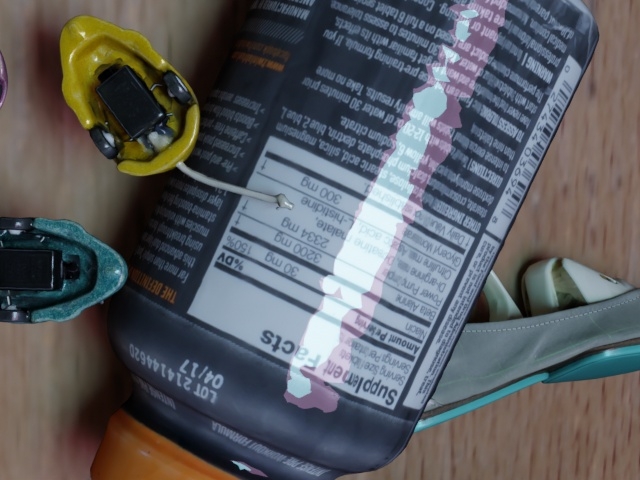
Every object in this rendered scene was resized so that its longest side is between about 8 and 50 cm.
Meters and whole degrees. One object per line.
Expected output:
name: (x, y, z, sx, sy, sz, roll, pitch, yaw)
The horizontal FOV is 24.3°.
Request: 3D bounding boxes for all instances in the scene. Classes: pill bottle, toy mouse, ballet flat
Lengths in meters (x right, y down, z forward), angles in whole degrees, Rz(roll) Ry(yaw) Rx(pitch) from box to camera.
pill bottle: (0.000, 0.000, 0.579, 0.130, 0.130, 0.246, 26, 89, -35)
toy mouse: (-0.112, -0.023, 0.536, 0.143, 0.031, 0.161, -42, 84, 5)
ballet flat: (0.100, 0.040, 0.695, 0.213, 0.072, 0.068, -10, 79, -32)
